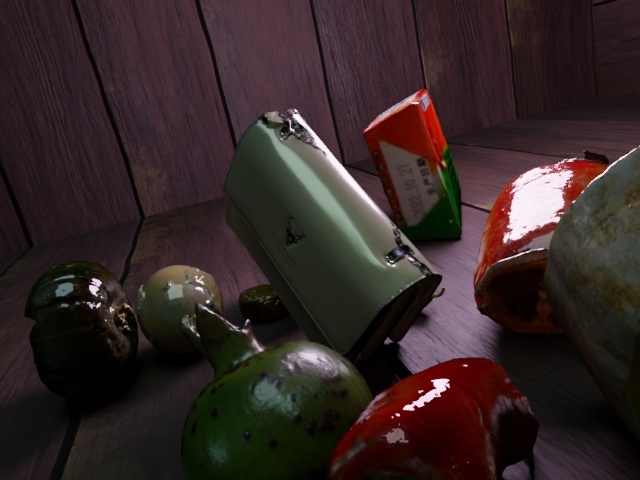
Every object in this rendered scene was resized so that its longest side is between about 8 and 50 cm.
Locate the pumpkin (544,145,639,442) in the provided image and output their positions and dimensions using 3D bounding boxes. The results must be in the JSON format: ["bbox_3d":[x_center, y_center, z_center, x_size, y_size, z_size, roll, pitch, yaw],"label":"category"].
[{"bbox_3d":[0.389,0.075,0.462,0.332,0.332,0.199,-9,31,13],"label":"pumpkin"}]

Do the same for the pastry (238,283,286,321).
[{"bbox_3d":[-0.119,0.126,1.076,0.097,0.057,0.109,-16,18,-16],"label":"pastry"}]

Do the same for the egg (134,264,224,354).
[{"bbox_3d":[-0.264,0.126,0.997,0.164,0.164,0.201,-17,29,-15],"label":"egg"}]

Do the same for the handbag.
[{"bbox_3d":[0.000,0.000,0.813,0.160,0.237,0.358,-21,60,-33],"label":"handbag"}]

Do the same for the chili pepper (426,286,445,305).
[{"bbox_3d":[0.155,0.101,0.967,0.059,0.050,0.191,-27,10,-31],"label":"chili pepper"}]

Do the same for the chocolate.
[{"bbox_3d":[0.258,-0.201,1.394,0.161,0.341,0.360,-17,15,20],"label":"chocolate"}]

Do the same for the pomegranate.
[{"bbox_3d":[-0.055,0.176,0.551,0.211,0.263,0.211,-28,-5,-3],"label":"pomegranate"}]

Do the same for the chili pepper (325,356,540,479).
[{"bbox_3d":[0.075,0.182,0.417,0.134,0.131,0.338,-15,-5,31],"label":"chili pepper"}]

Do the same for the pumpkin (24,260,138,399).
[{"bbox_3d":[-0.402,0.150,0.912,0.159,0.238,0.238,-9,16,-6],"label":"pumpkin"}]

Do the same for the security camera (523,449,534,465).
[{"bbox_3d":[0.179,0.217,0.573,0.092,0.058,0.058,-13,16,22],"label":"security camera"}]

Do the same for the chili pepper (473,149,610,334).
[{"bbox_3d":[0.379,0.024,0.830,0.251,0.229,0.305,-1,30,26],"label":"chili pepper"}]
